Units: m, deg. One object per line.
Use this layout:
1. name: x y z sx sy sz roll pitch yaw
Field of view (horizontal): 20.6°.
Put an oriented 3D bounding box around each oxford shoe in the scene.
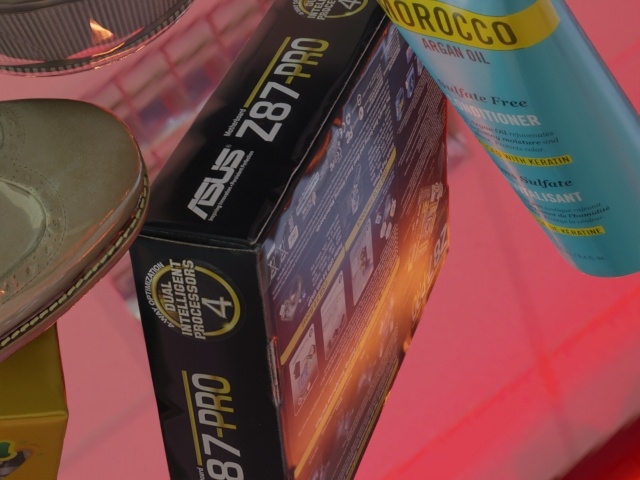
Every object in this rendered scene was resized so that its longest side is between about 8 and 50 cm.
1. oxford shoe: -0.235 0.002 0.830 0.397 0.140 0.146 -25 -19 -36

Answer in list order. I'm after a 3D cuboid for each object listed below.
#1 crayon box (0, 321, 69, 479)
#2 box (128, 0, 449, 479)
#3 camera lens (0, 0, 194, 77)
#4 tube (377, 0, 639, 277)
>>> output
1. crayon box: -0.272 0.140 1.118 0.202 0.081 0.318 -3 -35 -16
2. box: 0.000 0.000 1.225 0.395 0.097 0.318 -64 -26 -46
3. camera lens: -0.145 -0.199 0.848 0.219 0.219 0.274 -40 -1 -5
4. tube: 0.064 -0.057 0.577 0.207 0.080 0.052 46 -116 -48
